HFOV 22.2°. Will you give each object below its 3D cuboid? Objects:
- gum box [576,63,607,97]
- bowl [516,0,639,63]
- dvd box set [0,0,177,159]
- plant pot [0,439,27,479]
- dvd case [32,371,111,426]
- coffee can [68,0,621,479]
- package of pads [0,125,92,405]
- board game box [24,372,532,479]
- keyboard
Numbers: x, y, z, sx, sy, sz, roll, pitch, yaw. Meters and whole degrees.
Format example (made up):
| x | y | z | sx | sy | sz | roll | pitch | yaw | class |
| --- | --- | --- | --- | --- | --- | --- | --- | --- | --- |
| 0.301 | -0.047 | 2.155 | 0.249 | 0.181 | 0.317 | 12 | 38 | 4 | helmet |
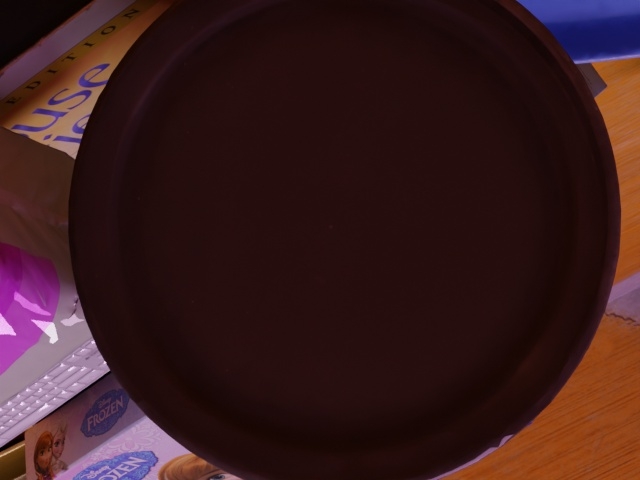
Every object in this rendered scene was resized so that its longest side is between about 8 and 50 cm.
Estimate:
| x | y | z | sx | sy | sz | roll | pitch | yaw | class |
| --- | --- | --- | --- | --- | --- | --- | --- | --- | --- |
| 0.111 | -0.062 | 1.196 | 0.157 | 0.041 | 0.184 | -36 | -179 | 37 | gum box |
| 0.186 | -0.159 | 0.750 | 0.391 | 0.077 | 0.391 | -7 | 175 | -1 | bowl |
| -0.118 | -0.048 | 0.884 | 0.307 | 0.062 | 0.420 | -32 | 166 | 21 | dvd box set |
| -0.328 | 0.332 | 1.684 | 0.212 | 0.212 | 0.187 | -26 | 179 | -2 | plant pot |
| -0.167 | 0.101 | 1.403 | 0.164 | 0.018 | 0.221 | -26 | 172 | -20 | dvd case |
| 0.027 | 0.000 | 0.719 | 0.201 | 0.201 | 0.275 | -27 | 172 | 6 | coffee can |
| -0.260 | 0.018 | 0.627 | 0.229 | 0.101 | 0.296 | -34 | 145 | 24 | package of pads |
| -0.038 | 0.163 | 1.419 | 0.318 | 0.066 | 0.319 | 18 | 141 | -37 | board game box |
| -0.217 | 0.114 | 1.256 | 0.256 | 0.014 | 0.072 | -35 | 144 | 28 | keyboard |
